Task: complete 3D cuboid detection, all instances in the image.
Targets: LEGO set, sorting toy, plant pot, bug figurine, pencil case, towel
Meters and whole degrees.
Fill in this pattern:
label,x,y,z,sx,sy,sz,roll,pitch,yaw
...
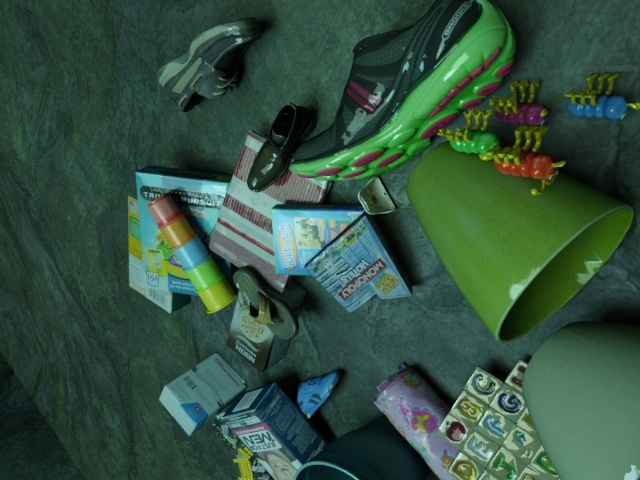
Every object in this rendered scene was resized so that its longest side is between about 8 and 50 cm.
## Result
label,x,y,z,sx,sy,sz,roll,pitch,yaw
LEGO set,-0.190,0.628,1.562,0.132,0.107,0.287,15,116,-6
sorting toy,0.108,-0.084,1.058,0.045,0.075,0.083,-31,87,40
plant pot,0.287,-0.033,0.845,0.293,0.275,0.275,48,130,33
plant pot,0.117,0.553,1.174,0.271,0.255,0.272,14,115,32
bug figurine,0.322,-0.170,0.774,0.216,0.279,0.072,26,143,49
pencil case,0.242,0.414,1.121,0.284,0.124,0.124,47,128,14
towel,-0.126,-0.065,1.220,0.237,0.037,0.329,30,114,13

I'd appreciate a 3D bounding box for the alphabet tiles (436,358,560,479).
label,x,y,z,sx,sy,sz,roll,pitch,yaw
alphabet tiles,0.413,0.407,0.980,0.342,0.011,0.285,32,104,17

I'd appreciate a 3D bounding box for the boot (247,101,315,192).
label,x,y,z,sx,sy,sz,roll,pitch,yaw
boot,-0.103,-0.203,1.094,0.082,0.106,0.219,37,97,13

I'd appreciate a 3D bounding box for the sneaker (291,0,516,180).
label,x,y,z,sx,sy,sz,roll,pitch,yaw
sneaker,0.123,-0.263,0.944,0.483,0.185,0.202,-33,68,37

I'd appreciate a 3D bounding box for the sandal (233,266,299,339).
label,x,y,z,sx,sy,sz,roll,pitch,yaw
sandal,-0.142,0.155,1.220,0.219,0.060,0.090,48,125,12

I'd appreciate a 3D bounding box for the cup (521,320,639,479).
label,x,y,z,sx,sy,sz,roll,pitch,yaw
cup,0.464,0.260,0.795,0.237,0.331,0.331,42,132,51

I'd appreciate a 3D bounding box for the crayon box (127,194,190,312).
label,x,y,z,sx,sy,sz,roll,pitch,yaw
crayon box,-0.488,0.033,1.549,0.203,0.083,0.323,25,121,27

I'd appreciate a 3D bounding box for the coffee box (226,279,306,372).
label,x,y,z,sx,sy,sz,roll,pitch,yaw
coffee box,-0.146,0.206,1.344,0.141,0.098,0.246,32,123,23

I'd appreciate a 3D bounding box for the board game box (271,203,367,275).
label,x,y,z,sx,sy,sz,roll,pitch,yaw
board game box,0.000,0.000,1.143,0.210,0.047,0.160,2,109,12

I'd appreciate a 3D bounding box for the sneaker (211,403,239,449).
label,x,y,z,sx,sy,sz,roll,pitch,yaw
sneaker,-0.260,0.561,1.563,0.107,0.110,0.275,42,146,9

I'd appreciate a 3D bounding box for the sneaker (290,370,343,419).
label,x,y,z,sx,sy,sz,roll,pitch,yaw
sneaker,-0.018,0.394,1.335,0.082,0.069,0.209,43,128,11

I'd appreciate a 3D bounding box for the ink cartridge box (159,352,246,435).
label,x,y,z,sx,sy,sz,roll,pitch,yaw
ink cartridge box,-0.349,0.455,1.525,0.148,0.203,0.086,44,130,16

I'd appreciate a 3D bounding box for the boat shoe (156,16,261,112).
label,x,y,z,sx,sy,sz,roll,pitch,yaw
boat shoe,-0.244,-0.400,1.189,0.355,0.132,0.130,-11,110,48

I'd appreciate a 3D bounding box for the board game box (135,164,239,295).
label,x,y,z,sx,sy,sz,roll,pitch,yaw
board game box,-0.349,-0.018,1.364,0.254,0.079,0.336,7,114,8

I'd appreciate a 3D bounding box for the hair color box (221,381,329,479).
label,x,y,z,sx,sy,sz,roll,pitch,yaw
hair color box,-0.088,0.557,1.372,0.347,0.105,0.174,51,134,-9

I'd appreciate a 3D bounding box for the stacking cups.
label,x,y,z,sx,sy,sz,roll,pitch,yaw
stacking cups,-0.334,0.034,1.290,0.096,0.096,0.316,-21,107,40

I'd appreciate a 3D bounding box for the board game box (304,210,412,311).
label,x,y,z,sx,sy,sz,roll,pitch,yaw
board game box,0.094,0.069,1.087,0.194,0.060,0.194,46,111,-5
